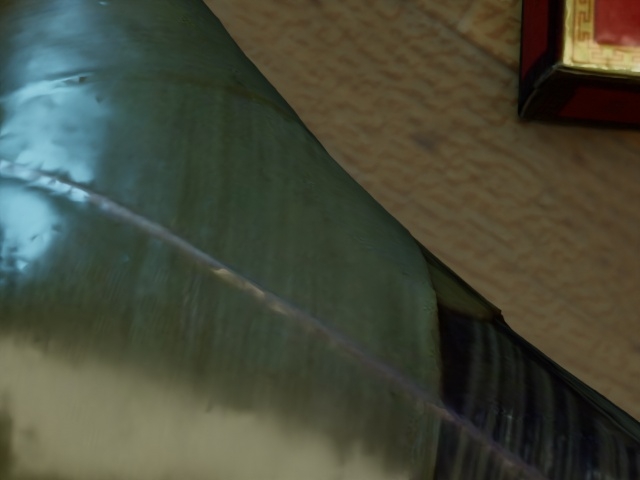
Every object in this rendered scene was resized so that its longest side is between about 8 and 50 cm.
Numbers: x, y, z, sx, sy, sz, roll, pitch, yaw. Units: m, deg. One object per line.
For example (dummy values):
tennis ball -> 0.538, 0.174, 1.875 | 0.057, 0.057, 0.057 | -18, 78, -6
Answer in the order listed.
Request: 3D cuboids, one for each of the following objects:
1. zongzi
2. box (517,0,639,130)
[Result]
zongzi -> 0.000, 0.000, 0.589 | 0.289, 0.154, 0.318 | 16, 60, -5
box -> 0.194, -0.112, 0.668 | 0.239, 0.074, 0.153 | 4, 82, -6
